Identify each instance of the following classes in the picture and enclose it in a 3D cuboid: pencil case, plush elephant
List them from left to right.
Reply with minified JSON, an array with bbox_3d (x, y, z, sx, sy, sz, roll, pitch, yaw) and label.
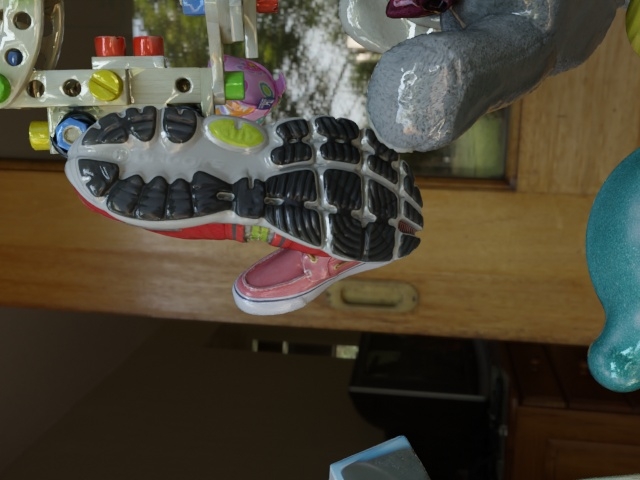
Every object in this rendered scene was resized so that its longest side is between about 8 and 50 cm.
[{"bbox_3d":[-0.157,-0.148,1.146,0.284,0.124,0.124,-54,16,39],"label":"pencil case"},{"bbox_3d":[0.098,-0.240,0.592,0.330,0.255,0.271,-13,-56,-48],"label":"plush elephant"}]

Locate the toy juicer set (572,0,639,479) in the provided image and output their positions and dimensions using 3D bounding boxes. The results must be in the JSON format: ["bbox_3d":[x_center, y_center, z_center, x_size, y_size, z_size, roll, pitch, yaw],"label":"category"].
[{"bbox_3d":[0.243,0.009,0.379,0.089,0.209,0.328,29,-108,-70],"label":"toy juicer set"}]

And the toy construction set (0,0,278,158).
[{"bbox_3d":[-0.193,-0.185,0.716,0.151,0.328,0.214,-41,-50,-77],"label":"toy construction set"}]

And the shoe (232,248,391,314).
[{"bbox_3d":[0.000,0.000,0.679,0.063,0.178,0.081,50,152,39],"label":"shoe"}]

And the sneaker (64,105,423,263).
[{"bbox_3d":[-0.052,-0.042,0.584,0.118,0.279,0.107,163,115,-66],"label":"sneaker"}]

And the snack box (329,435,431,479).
[{"bbox_3d":[0.091,0.301,0.443,0.187,0.060,0.322,94,153,-46],"label":"snack box"}]
